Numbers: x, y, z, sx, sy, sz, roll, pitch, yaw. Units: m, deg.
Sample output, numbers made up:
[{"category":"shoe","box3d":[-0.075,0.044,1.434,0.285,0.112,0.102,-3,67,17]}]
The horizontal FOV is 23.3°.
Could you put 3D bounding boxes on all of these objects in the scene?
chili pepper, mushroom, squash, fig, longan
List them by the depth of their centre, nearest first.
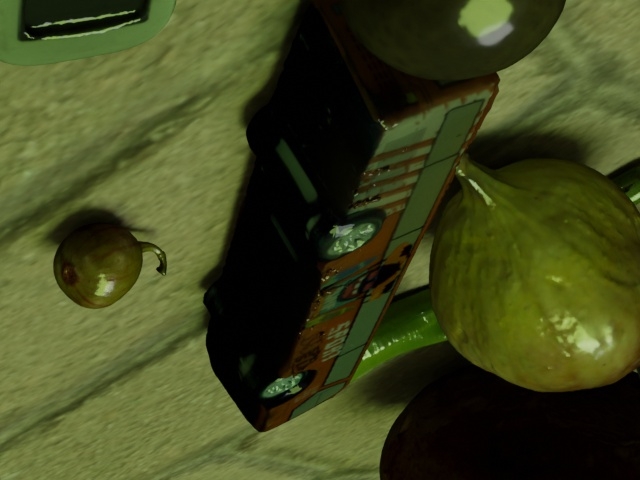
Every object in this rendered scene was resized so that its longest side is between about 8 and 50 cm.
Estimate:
[{"category":"longan","box3d":[0.058,-0.123,0.704,0.113,0.092,0.113,-2,144,-2]},{"category":"fig","box3d":[-0.118,0.013,0.902,0.050,0.050,0.083,-37,163,31]},{"category":"fig","box3d":[0.123,-0.001,1.012,0.159,0.159,0.257,-31,137,18]},{"category":"squash","box3d":[0.214,-0.029,1.140,0.083,0.027,0.027,-36,154,25]},{"category":"chili pepper","box3d":[0.080,0.065,1.194,0.201,0.052,0.050,-20,-173,-11]},{"category":"mushroom","box3d":[0.233,0.214,1.359,0.345,0.345,0.239,8,131,-51]}]

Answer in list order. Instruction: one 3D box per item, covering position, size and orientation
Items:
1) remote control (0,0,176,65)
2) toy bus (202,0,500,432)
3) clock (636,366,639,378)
[{"category":"remote control","box3d":[-0.082,-0.161,0.559,0.090,0.038,0.309,-14,156,-20]},{"category":"toy bus","box3d":[0.000,0.000,0.924,0.092,0.093,0.409,-21,159,-22]},{"category":"clock","box3d":[0.388,0.042,1.270,0.254,0.189,0.189,-18,157,-8]}]
